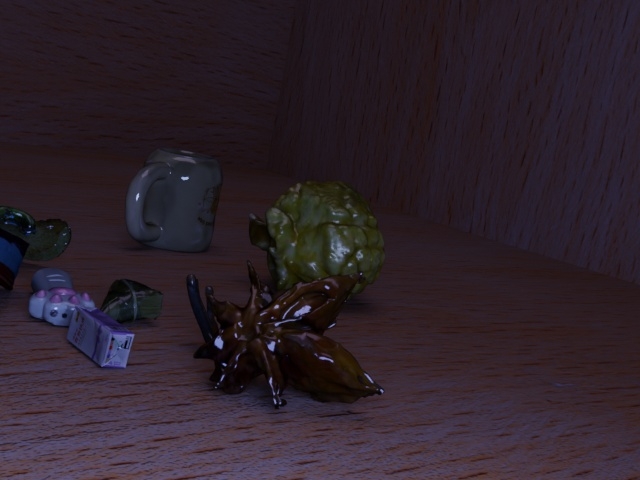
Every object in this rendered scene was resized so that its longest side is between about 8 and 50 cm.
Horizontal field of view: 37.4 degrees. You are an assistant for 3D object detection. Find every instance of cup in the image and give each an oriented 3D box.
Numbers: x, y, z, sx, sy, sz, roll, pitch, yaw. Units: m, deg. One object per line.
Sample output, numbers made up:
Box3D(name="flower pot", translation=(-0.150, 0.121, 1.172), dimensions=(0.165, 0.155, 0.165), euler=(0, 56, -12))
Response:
Box3D(name="cup", translation=(-0.337, -0.091, 2.027), dimensions=(0.255, 0.202, 0.173), euler=(2, 13, -42))

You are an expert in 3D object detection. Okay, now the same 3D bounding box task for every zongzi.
Box3D(name="zongzi", translation=(-0.310, 0.092, 1.406), dimensions=(0.119, 0.055, 0.109), euler=(-12, 19, -40))

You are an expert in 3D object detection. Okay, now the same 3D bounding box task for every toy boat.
Box3D(name="toy boat", translation=(-0.488, -0.003, 1.274), dimensions=(0.136, 0.079, 0.392), euler=(25, -9, 12))

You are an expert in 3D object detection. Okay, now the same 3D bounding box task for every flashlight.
Box3D(name="flashlight", translation=(-0.390, 0.078, 1.401), dimensions=(0.093, 0.048, 0.200), euler=(6, 10, -22))

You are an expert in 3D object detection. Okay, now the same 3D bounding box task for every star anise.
Box3D(name="star anise", translation=(-0.070, 0.112, 1.225), dimensions=(0.346, 0.148, 0.237), euler=(19, 55, 40))

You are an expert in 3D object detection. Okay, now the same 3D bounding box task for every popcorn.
Box3D(name="popcorn", translation=(0.000, 0.000, 1.810), dimensions=(0.270, 0.224, 0.258), euler=(20, 19, 21))

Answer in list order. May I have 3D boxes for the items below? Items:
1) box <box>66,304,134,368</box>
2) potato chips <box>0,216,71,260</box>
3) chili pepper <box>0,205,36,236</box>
Box3D(name="box", translation=(-0.286, 0.124, 1.221), dimensions=(0.036, 0.051, 0.117), euler=(13, 4, -40))
Box3D(name="potato chips", translation=(-0.536, -0.016, 1.608), dimensions=(0.209, 0.142, 0.026), euler=(-9, 43, -2))
Box3D(name="chili pepper", translation=(-0.575, -0.023, 1.477), dimensions=(0.165, 0.174, 0.261), euler=(-13, -1, 27))
